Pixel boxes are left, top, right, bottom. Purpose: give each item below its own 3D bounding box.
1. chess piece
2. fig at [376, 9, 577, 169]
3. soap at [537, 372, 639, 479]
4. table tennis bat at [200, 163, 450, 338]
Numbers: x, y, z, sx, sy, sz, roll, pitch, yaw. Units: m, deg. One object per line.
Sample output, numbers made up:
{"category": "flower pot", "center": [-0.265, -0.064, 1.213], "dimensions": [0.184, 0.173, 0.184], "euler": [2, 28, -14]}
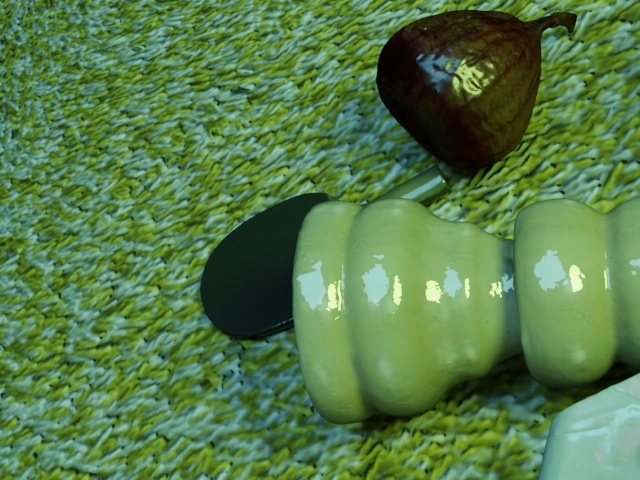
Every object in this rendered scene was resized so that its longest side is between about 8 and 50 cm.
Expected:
{"category": "chess piece", "center": [0.142, 0.038, 0.667], "dimensions": [0.299, 0.167, 0.167], "euler": [-6, 53, 20]}
{"category": "fig", "center": [0.154, -0.152, 0.824], "dimensions": [0.201, 0.134, 0.146], "euler": [-30, 56, -6]}
{"category": "soap", "center": [0.213, 0.212, 0.516], "dimensions": [0.208, 0.115, 0.347], "euler": [4, 58, 30]}
{"category": "table tennis bat", "center": [0.000, 0.000, 0.858], "dimensions": [0.246, 0.022, 0.138], "euler": [-28, 47, 9]}
